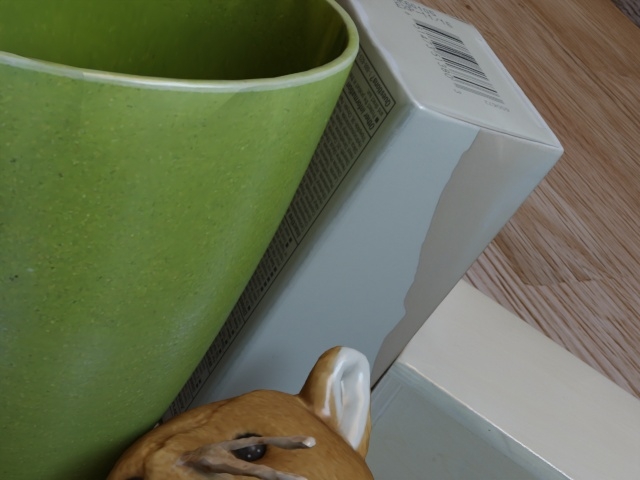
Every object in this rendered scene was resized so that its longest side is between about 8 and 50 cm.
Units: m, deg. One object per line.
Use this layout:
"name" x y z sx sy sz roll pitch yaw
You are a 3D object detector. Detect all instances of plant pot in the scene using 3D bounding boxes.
"plant pot" -0.149 -0.005 0.530 0.274 0.294 0.275 13 28 -7

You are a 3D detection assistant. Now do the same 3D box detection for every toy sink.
"toy sink" 0.144 0.163 0.767 0.234 0.131 0.153 34 31 5

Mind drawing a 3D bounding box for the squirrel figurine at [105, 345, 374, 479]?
"squirrel figurine" 0.056 0.243 0.514 0.397 0.281 0.370 19 22 -50

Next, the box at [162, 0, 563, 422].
"box" 0.000 0.000 0.673 0.121 0.311 0.148 11 39 -34
